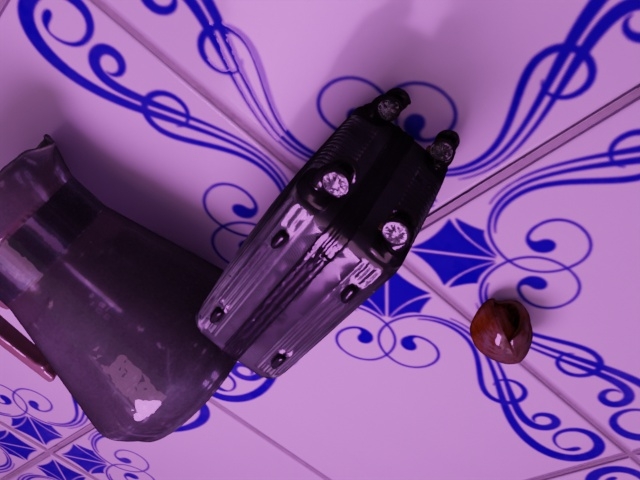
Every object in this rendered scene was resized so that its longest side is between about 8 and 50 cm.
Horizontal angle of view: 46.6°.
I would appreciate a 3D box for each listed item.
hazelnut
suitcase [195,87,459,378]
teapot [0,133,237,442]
[{"bbox_3d":[0.221,0.111,0.899,0.086,0.086,0.086,10,135,10],"label":"hazelnut"},{"bbox_3d":[0.000,0.000,0.782,0.128,0.202,0.312,38,134,-4],"label":"suitcase"},{"bbox_3d":[-0.289,0.071,0.920,0.300,0.253,0.344,-37,107,26],"label":"teapot"}]
